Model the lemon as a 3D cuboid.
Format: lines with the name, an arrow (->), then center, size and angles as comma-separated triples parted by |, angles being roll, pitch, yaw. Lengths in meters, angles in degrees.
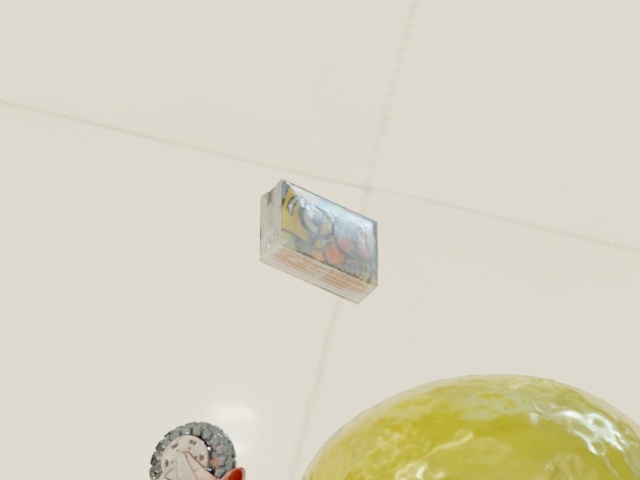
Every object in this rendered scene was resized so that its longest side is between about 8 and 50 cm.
lemon -> 0.139, 0.269, 1.547 | 0.348, 0.348, 0.348 | -2, 83, 15

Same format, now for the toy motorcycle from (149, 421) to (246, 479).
toy motorcycle -> -0.130, 0.304, 1.608 | 0.171, 0.089, 0.298 | 21, 79, 24

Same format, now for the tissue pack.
tissue pack -> 0.000, 0.000, 1.286 | 0.035, 0.083, 0.063 | -45, 33, 38
